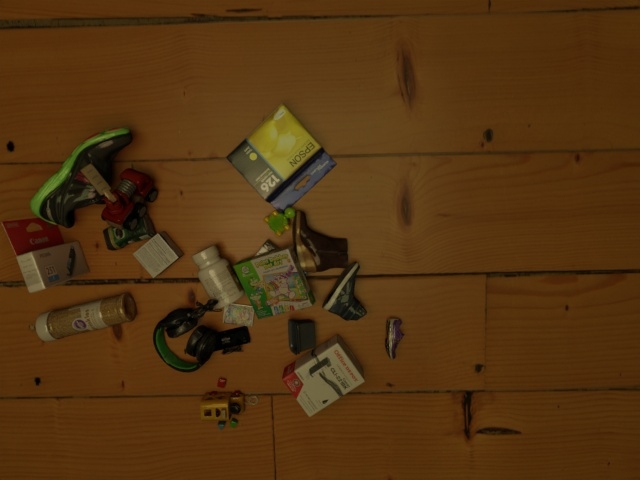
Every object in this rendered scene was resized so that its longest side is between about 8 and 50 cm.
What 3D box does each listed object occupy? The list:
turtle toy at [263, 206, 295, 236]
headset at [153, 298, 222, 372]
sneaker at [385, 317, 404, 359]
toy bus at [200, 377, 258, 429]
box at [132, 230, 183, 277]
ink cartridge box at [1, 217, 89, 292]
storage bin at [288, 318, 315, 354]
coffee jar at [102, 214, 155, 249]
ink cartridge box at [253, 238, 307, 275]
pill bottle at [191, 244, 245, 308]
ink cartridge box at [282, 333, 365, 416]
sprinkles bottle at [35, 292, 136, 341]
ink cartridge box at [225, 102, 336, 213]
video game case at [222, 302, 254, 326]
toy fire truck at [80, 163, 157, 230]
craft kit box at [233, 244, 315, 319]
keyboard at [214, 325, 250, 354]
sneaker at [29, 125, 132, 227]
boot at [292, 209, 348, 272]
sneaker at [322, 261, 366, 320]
[{"bbox_3d":[-0.151,-0.081,1.724,0.130,0.066,0.095,-33,101,31],"label":"turtle toy"},{"bbox_3d":[-0.515,0.365,1.714,0.243,0.185,0.394,42,114,3],"label":"headset"},{"bbox_3d":[0.302,0.399,1.792,0.071,0.068,0.169,3,97,-5],"label":"sneaker"},{"bbox_3d":[-0.391,0.684,1.818,0.191,0.104,0.202,42,97,-5],"label":"toy bus"},{"bbox_3d":[-0.637,0.054,1.753,0.137,0.072,0.126,-38,95,6],"label":"box"},{"bbox_3d":[-1.000,0.034,1.641,0.066,0.296,0.260,-17,97,2],"label":"ink cartridge box"},{"bbox_3d":[-0.074,0.379,1.787,0.091,0.098,0.135,-5,98,-26],"label":"storage bin"},{"bbox_3d":[-0.750,-0.029,1.736,0.185,0.079,0.096,-19,80,3],"label":"coffee jar"},{"bbox_3d":[-0.159,0.097,1.766,0.207,0.046,0.097,39,98,-5],"label":"ink cartridge box"},{"bbox_3d":[-0.402,0.139,1.731,0.131,0.131,0.229,-26,96,4],"label":"pill bottle"},{"bbox_3d":[0.014,0.539,1.789,0.273,0.114,0.196,-35,95,4],"label":"ink cartridge box"},{"bbox_3d":[-0.927,0.304,1.766,0.356,0.121,0.121,-14,97,2],"label":"sprinkles bottle"},{"bbox_3d":[-0.149,-0.305,1.703,0.304,0.072,0.307,-43,93,6],"label":"ink cartridge box"},{"bbox_3d":[-0.333,0.302,1.813,0.122,0.011,0.087,8,98,0],"label":"video game case"},{"bbox_3d":[-0.728,-0.190,1.608,0.159,0.246,0.216,22,60,3],"label":"toy fire truck"},{"bbox_3d":[-0.177,0.165,1.723,0.250,0.061,0.246,-18,101,21],"label":"craft kit box"},{"bbox_3d":[-0.382,0.420,1.826,0.192,0.038,0.100,-14,74,4],"label":"keyboard"},{"bbox_3d":[-0.868,-0.242,1.687,0.483,0.185,0.202,-44,113,9],"label":"sneaker"},{"bbox_3d":[0.000,0.000,1.748,0.207,0.090,0.248,-5,90,-14],"label":"boot"},{"bbox_3d":[0.132,0.210,1.759,0.164,0.086,0.226,31,94,-6],"label":"sneaker"}]
